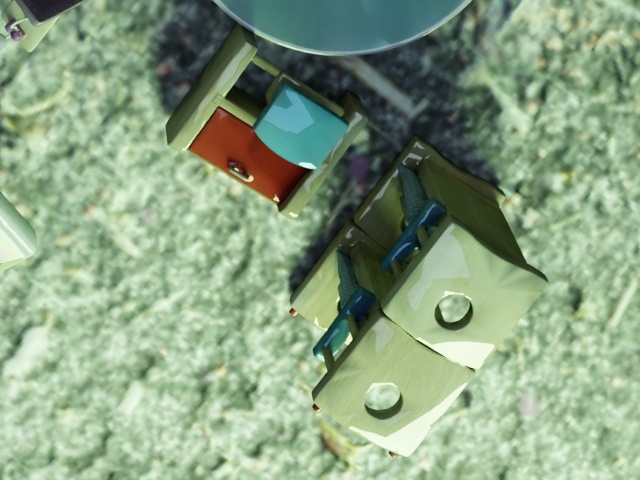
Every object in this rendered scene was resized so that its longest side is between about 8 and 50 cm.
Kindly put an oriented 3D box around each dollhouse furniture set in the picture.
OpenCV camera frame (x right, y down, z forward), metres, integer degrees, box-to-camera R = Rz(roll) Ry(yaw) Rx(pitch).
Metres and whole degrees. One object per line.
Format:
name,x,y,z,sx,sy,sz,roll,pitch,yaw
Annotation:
dollhouse furniture set,-0.164,-0.159,1.042,0.114,0.091,0.081,54,142,0
dollhouse furniture set,0.000,0.000,1.060,0.184,0.129,0.129,32,106,-18

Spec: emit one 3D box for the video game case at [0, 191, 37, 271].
video game case,-0.287,-0.022,1.038,0.193,0.023,0.212,-27,131,12

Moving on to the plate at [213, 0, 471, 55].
plate,0.013,-0.190,1.039,0.188,0.024,0.188,-2,114,-5
